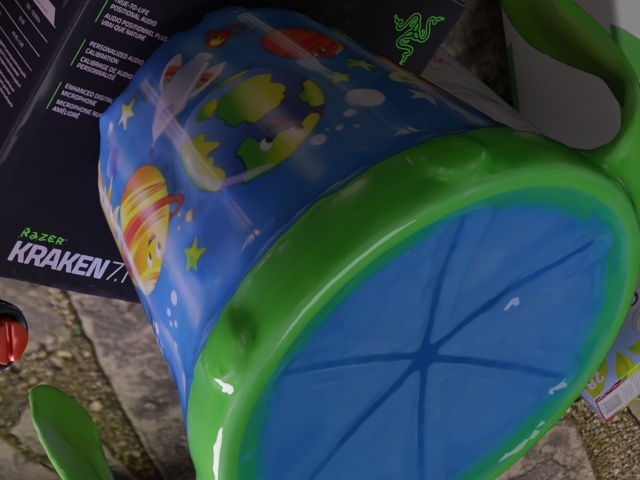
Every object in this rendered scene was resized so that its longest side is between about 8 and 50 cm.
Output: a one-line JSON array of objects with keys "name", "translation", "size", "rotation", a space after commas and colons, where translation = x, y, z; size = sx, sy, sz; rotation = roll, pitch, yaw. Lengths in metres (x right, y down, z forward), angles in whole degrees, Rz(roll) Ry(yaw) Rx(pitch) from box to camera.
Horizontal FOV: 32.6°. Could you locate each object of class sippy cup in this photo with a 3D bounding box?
[{"name": "sippy cup", "translation": [0.000, 0.000, 0.558], "size": [0.305, 0.224, 0.240], "rotation": [-17, 135, -27]}]

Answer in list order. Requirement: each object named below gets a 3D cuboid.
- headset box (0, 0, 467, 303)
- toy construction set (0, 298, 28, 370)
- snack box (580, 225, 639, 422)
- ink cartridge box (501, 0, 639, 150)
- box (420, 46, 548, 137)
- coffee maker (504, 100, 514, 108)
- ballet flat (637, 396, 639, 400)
[{"name": "headset box", "translation": [-0.081, -0.111, 0.672], "size": [0.246, 0.131, 0.283], "rotation": [16, 115, -46]}, {"name": "toy construction set", "translation": [-0.308, 0.079, 0.657], "size": [0.215, 0.151, 0.328], "rotation": [-54, 154, -22]}, {"name": "snack box", "translation": [0.300, 0.047, 1.085], "size": [0.207, 0.174, 0.070], "rotation": [-40, 142, 1]}, {"name": "ink cartridge box", "translation": [0.291, -0.162, 0.851], "size": [0.289, 0.121, 0.211], "rotation": [-10, 95, -31]}, {"name": "box", "translation": [0.047, 0.006, 0.804], "size": [0.126, 0.231, 0.262], "rotation": [4, 124, -41]}, {"name": "coffee maker", "translation": [0.153, -0.019, 0.951], "size": [0.171, 0.120, 0.178], "rotation": [-19, 136, -22]}, {"name": "ballet flat", "translation": [0.370, 0.157, 1.338], "size": [0.057, 0.052, 0.168], "rotation": [-49, 140, 11]}]
